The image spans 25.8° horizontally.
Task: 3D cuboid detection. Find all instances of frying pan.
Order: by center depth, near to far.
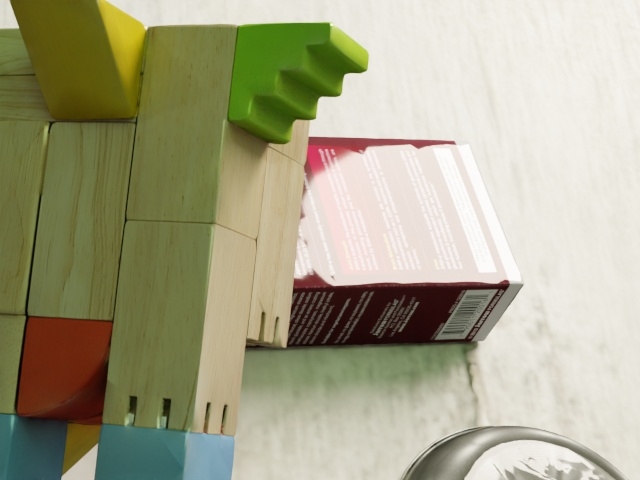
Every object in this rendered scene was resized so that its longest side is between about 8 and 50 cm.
[{"bbox_3d":[0.088,0.210,0.815,0.326,0.053,0.197,-19,62,-37],"label":"frying pan"}]

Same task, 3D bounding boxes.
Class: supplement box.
[{"bbox_3d":[0.000,0.000,0.925,0.239,0.073,0.130,1,52,-23],"label":"supplement box"}]

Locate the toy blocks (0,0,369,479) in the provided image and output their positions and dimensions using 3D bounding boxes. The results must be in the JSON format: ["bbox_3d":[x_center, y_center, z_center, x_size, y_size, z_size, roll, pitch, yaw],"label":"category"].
[{"bbox_3d":[-0.165,0.029,0.727,0.381,0.191,0.261,3,81,23],"label":"toy blocks"}]
